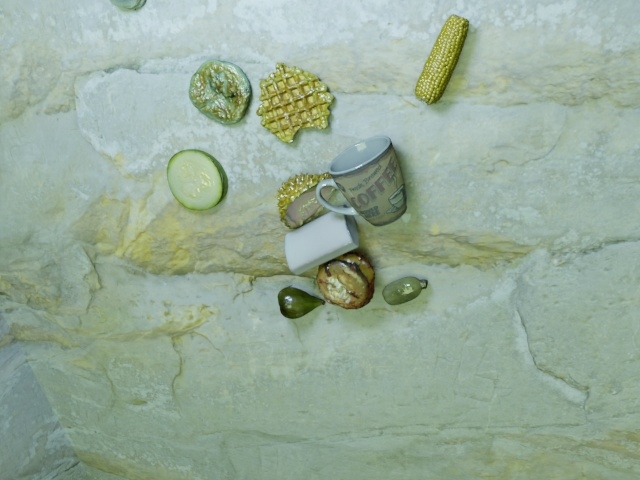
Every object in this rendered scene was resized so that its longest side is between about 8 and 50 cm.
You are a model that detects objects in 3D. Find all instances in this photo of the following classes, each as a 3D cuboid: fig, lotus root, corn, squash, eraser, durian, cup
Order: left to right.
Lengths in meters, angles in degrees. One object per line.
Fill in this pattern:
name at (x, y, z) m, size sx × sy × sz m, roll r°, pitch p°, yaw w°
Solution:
squash at (-0.487, -0.242, 1.900) m, size 0.252 × 0.049 × 0.252 m, roll 7°, pitch 114°, yaw 15°
fig at (-0.085, 0.257, 1.953) m, size 0.185 × 0.126 × 0.132 m, roll 2°, pitch 102°, yaw 22°
durian at (-0.072, -0.154, 1.716) m, size 0.305 × 0.195 × 0.185 m, roll -39°, pitch 91°, yaw 32°
eraser at (0.000, 0.000, 1.761) m, size 0.270 × 0.174 × 0.095 m, roll -26°, pitch 141°, yaw 20°
cup at (0.142, -0.167, 1.607) m, size 0.301 × 0.227 × 0.257 m, roll -23°, pitch 113°, yaw 13°
lotus root at (0.318, 0.187, 1.804) m, size 0.183 × 0.077 × 0.090 m, roll -23°, pitch 106°, yaw 28°
corn at (0.363, -0.537, 1.438) m, size 0.091 × 0.091 × 0.260 m, roll 6°, pitch 122°, yaw -24°

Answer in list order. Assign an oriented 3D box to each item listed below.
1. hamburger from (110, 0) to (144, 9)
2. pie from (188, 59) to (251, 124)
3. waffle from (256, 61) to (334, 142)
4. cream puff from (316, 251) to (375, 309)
hamburger at (-0.668, -0.869, 1.652) m, size 0.140 × 0.062 × 0.133 m, roll 13°, pitch 114°, yaw 15°
pie at (-0.356, -0.525, 1.712) m, size 0.241 × 0.054 × 0.240 m, roll 7°, pitch 116°, yaw 14°
waffle at (-0.094, -0.462, 1.653) m, size 0.291 × 0.051 × 0.291 m, roll 7°, pitch 116°, yaw 14°
cream puff at (0.103, 0.141, 1.811) m, size 0.240 × 0.164 × 0.240 m, roll 18°, pitch 128°, yaw 25°
